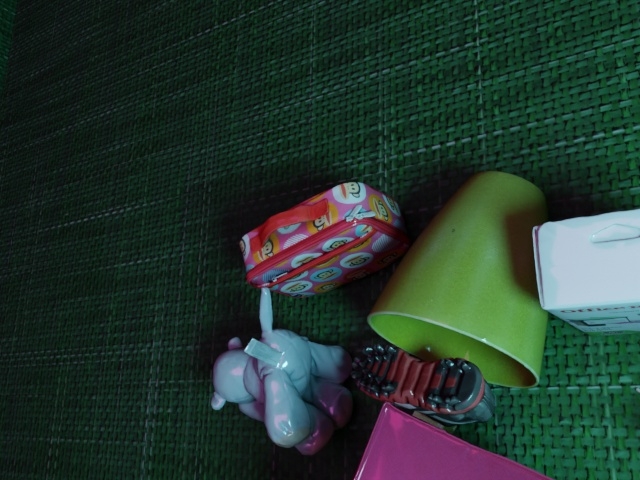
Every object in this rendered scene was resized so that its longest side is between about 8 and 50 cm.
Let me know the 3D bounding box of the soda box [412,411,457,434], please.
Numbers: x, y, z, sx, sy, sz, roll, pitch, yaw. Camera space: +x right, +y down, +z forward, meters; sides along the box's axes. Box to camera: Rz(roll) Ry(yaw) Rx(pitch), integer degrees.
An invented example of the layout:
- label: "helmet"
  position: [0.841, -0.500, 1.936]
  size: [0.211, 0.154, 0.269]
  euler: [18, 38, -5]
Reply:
- label: "soda box"
  position: [0.160, 0.378, 1.120]
  size: [0.061, 0.058, 0.181]
  euler: [31, 95, 37]

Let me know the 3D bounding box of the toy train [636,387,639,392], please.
- label: "toy train"
  position: [0.509, 0.277, 0.850]
  size: [0.248, 0.143, 0.105]
  euler: [41, 100, 36]

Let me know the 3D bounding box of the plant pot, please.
- label: "plant pot"
  position: [0.255, 0.046, 1.051]
  size: [0.274, 0.275, 0.294]
  euler: [10, 68, 37]

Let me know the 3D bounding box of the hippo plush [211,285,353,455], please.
- label: "hippo plush"
  position: [-0.105, 0.281, 1.215]
  size: [0.236, 0.294, 0.234]
  euler: [-22, 43, 37]

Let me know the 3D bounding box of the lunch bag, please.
- label: "lunch bag"
  position: [0.000, 0.000, 1.219]
  size: [0.293, 0.258, 0.120]
  euler: [-27, 62, 26]

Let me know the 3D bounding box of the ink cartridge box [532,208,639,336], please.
- label: "ink cartridge box"
  position: [0.433, 0.052, 0.887]
  size: [0.201, 0.278, 0.117]
  euler: [-10, 70, 33]

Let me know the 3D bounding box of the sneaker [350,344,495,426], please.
- label: "sneaker"
  position: [0.170, 0.244, 1.078]
  size: [0.276, 0.135, 0.098]
  euler: [1, 58, 49]

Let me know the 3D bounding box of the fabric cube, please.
- label: "fabric cube"
  position: [0.158, 0.410, 0.910]
  size: [0.259, 0.258, 0.254]
  euler: [22, 73, 17]
